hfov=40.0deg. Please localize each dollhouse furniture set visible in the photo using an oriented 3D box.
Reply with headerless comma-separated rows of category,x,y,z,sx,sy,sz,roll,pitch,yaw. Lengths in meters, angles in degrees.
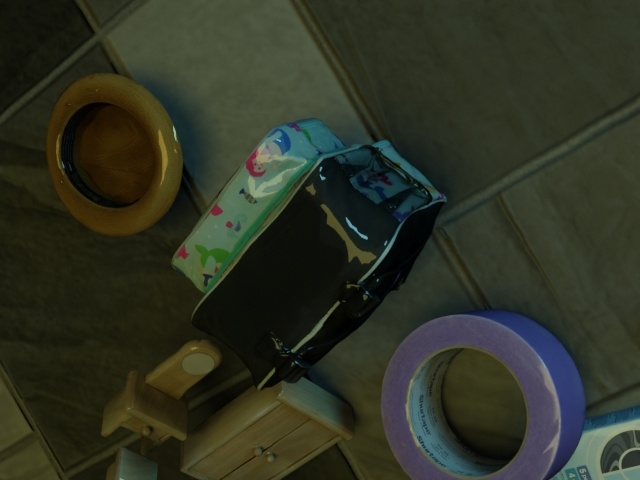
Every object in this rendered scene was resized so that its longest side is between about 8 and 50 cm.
dollhouse furniture set,-0.062,0.311,0.862,0.173,0.356,0.303,-39,124,24

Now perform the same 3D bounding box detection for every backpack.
backpack,0.000,0.000,0.839,0.191,0.253,0.225,46,116,12

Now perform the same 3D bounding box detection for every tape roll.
tape roll,0.160,0.165,0.876,0.188,0.080,0.189,-1,89,33

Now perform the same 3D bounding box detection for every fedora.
fedora,-0.222,-0.099,1.000,0.194,0.079,0.195,5,101,27

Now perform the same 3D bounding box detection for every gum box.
gum box,0.329,0.244,0.870,0.184,0.041,0.157,-22,91,25
